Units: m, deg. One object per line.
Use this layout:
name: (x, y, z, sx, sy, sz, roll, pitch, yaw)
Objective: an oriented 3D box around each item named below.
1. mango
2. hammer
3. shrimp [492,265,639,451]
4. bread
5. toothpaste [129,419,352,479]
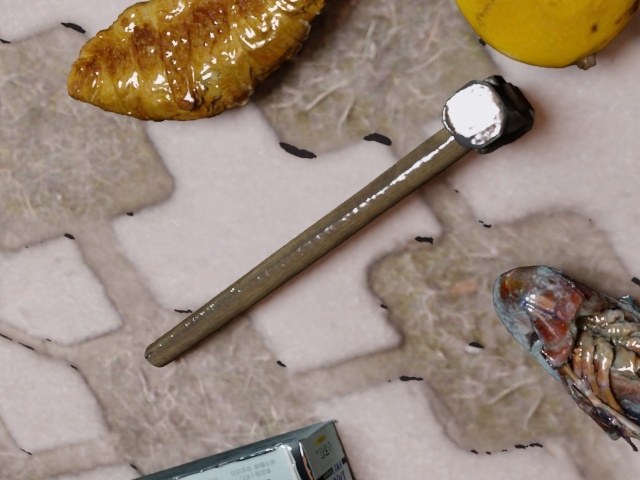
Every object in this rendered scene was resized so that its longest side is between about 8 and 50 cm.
mango: (0.160, -0.232, 0.608, 0.147, 0.109, 0.227, 11, 98, 15)
hammer: (0.000, 0.000, 0.690, 0.365, 0.111, 0.043, -36, 85, 22)
shrimp: (0.224, 0.093, 0.647, 0.233, 0.079, 0.090, 35, 65, 6)
bread: (-0.086, -0.148, 0.698, 0.233, 0.076, 0.104, -19, 79, 23)
toothpaste: (-0.132, 0.223, 0.746, 0.313, 0.089, 0.071, -21, 84, 16)
